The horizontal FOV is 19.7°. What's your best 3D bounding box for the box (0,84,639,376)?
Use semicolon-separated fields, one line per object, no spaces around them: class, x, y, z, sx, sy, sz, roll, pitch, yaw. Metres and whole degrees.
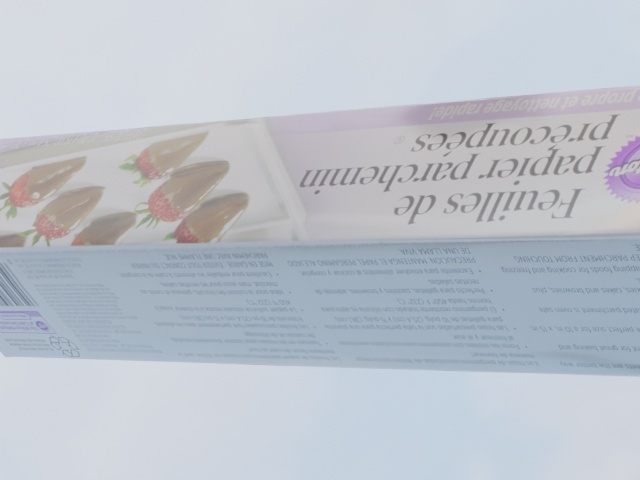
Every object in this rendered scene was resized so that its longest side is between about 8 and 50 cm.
box;0.000;0.000;0.611;0.067;0.324;0.063;54;-130;-34
